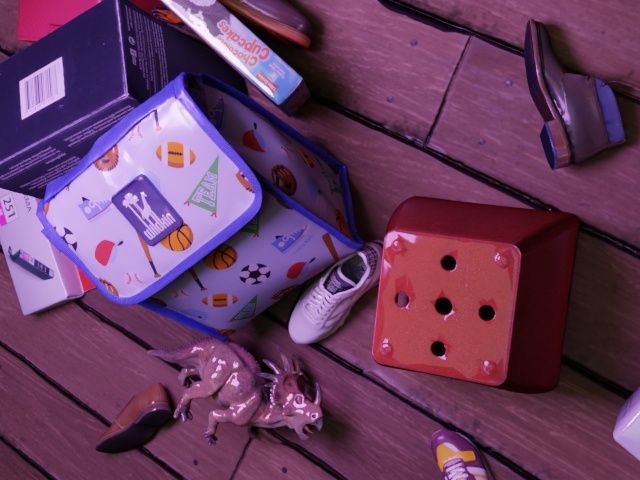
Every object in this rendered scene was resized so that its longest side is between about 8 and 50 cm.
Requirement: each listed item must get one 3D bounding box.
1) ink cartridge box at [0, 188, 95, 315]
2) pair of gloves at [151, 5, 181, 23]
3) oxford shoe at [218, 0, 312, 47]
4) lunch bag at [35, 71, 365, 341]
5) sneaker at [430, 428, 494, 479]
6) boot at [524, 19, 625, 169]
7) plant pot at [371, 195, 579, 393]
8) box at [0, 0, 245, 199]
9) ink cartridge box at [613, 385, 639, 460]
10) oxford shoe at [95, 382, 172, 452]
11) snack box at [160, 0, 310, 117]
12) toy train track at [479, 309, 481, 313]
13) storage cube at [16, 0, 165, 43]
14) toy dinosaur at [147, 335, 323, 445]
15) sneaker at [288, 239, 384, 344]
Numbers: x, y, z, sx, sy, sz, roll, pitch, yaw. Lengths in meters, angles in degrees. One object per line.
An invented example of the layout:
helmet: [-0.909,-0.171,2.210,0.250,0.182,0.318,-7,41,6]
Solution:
ink cartridge box: [-0.527,-0.016,1.602,0.238,0.060,0.275,-22,85,27]
pair of gloves: [-0.261,-0.425,1.432,0.010,0.074,0.083,18,103,55]
oxford shoe: [-0.135,-0.454,1.338,0.363,0.130,0.133,42,101,14]
lunch bag: [-0.177,-0.044,1.223,0.327,0.385,0.239,-35,45,22]
sneaker: [0.228,0.379,1.250,0.069,0.084,0.186,-40,77,23]
boot: [0.358,-0.216,1.156,0.106,0.082,0.219,-11,85,5]
plant pot: [0.202,0.081,1.138,0.267,0.235,0.267,8,95,21]
box: [-0.342,-0.196,1.337,0.343,0.312,0.179,-20,69,26]
ink cartridge box: [0.605,0.182,1.005,0.279,0.160,0.385,41,110,17]
oxford shoe: [-0.358,0.344,1.556,0.212,0.076,0.076,-38,48,26]
snack box: [-0.155,-0.328,1.275,0.322,0.187,0.060,42,94,0]
toy train track: [0.244,0.073,1.255,0.048,0.014,0.083,4,96,26]
storage cube: [-0.400,-0.433,1.434,0.214,0.183,0.193,11,99,25]
toy dinosaur: [-0.136,0.234,1.370,0.295,0.127,0.200,40,110,0]
sneaker: [0.017,0.086,1.324,0.090,0.094,0.235,47,113,14]
